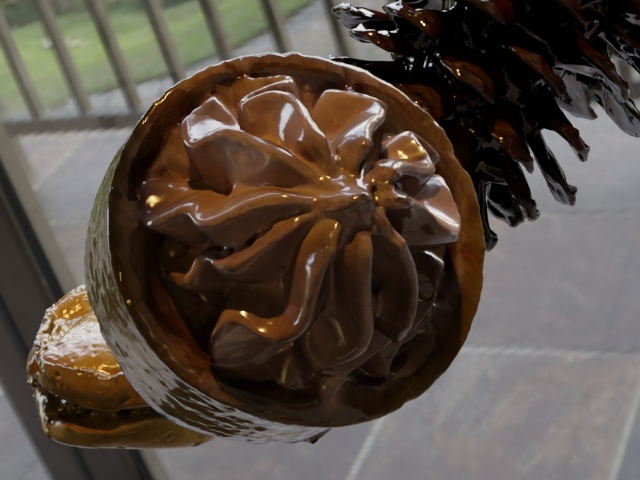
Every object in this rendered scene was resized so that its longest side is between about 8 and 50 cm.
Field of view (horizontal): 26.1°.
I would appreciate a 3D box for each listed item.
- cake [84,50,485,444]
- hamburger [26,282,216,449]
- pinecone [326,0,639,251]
[{"bbox_3d":[0.000,0.000,0.660,0.178,0.207,0.185,-19,55,56],"label":"cake"},{"bbox_3d":[-0.154,0.101,1.219,0.213,0.108,0.214,-1,22,0],"label":"hamburger"},{"bbox_3d":[0.115,-0.113,0.952,0.246,0.246,0.292,27,79,50],"label":"pinecone"}]
